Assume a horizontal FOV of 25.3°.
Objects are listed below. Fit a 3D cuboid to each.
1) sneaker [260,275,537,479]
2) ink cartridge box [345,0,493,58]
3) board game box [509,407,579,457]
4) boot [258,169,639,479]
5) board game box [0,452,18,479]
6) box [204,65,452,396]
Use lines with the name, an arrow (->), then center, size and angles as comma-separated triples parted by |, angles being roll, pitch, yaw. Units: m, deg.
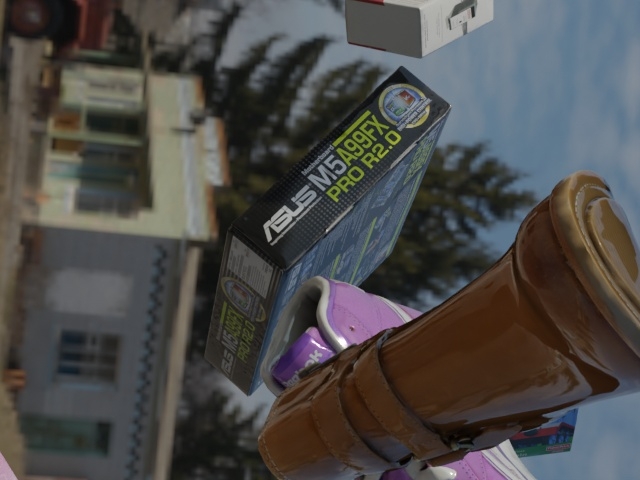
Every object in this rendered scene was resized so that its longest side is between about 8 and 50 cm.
sneaker -> 0.041, 0.129, 0.803 | 0.102, 0.161, 0.282 | -48, -145, 17
ink cartridge box -> 0.105, -0.244, 1.493 | 0.135, 0.099, 0.056 | -33, 128, -42
board game box -> 0.173, 0.145, 1.377 | 0.211, 0.160, 0.039 | 87, -5, -50
boot -> 0.046, 0.046, 0.507 | 0.197, 0.152, 0.073 | 45, 25, -69
board game box -> -0.269, 0.060, 0.517 | 0.318, 0.066, 0.318 | 61, 21, -13
box -> 0.000, 0.000, 1.235 | 0.216, 0.060, 0.270 | -45, 167, -25
